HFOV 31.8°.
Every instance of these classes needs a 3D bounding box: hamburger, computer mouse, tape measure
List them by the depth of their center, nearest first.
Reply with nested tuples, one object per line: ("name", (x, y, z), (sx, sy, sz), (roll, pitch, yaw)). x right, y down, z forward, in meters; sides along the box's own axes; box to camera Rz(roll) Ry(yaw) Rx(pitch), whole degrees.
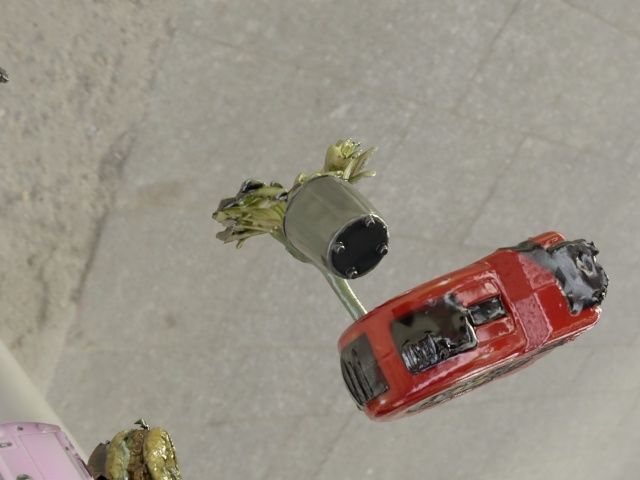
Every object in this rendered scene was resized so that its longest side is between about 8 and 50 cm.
("tape measure", (0.145, 0.098, 1.185), (0.260, 0.114, 0.253), (-19, 165, -14))
("computer mouse", (-0.313, 0.334, 1.332), (0.158, 0.310, 0.072), (2, 122, -43))
("hamburger", (-0.248, 0.354, 1.523), (0.129, 0.183, 0.206), (-4, 135, -10))

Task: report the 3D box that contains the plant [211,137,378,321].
("plant", (-0.042, -0.021, 1.791), (0.261, 0.306, 0.297), (3, 97, -7))

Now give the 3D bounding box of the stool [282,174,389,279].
("stool", (0.018, -0.013, 1.223), (0.096, 0.110, 0.096), (-16, 124, -26))

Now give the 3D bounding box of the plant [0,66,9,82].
("plant", (-0.555, -0.251, 1.517), (0.178, 0.204, 0.234), (-41, 108, 16))
